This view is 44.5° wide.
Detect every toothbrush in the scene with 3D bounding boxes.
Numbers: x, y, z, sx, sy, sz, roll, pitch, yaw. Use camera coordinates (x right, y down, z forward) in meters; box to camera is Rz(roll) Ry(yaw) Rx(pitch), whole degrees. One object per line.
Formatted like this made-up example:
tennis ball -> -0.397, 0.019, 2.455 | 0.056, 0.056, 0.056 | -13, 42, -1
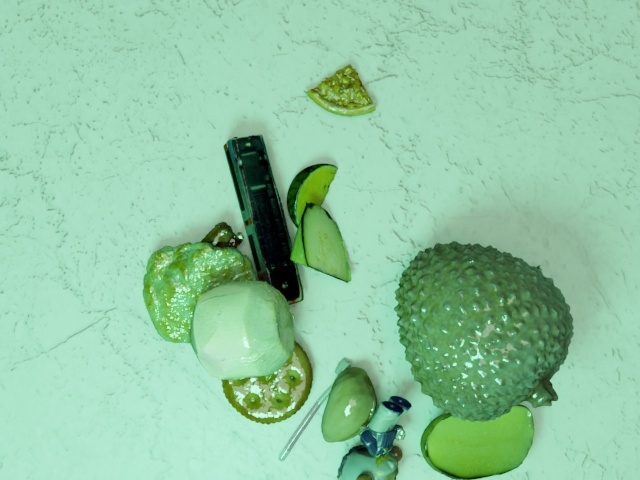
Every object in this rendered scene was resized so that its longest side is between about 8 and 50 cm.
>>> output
toothbrush -> -0.016, 0.403, 1.858 | 0.025, 0.020, 0.286 | 33, 88, 34

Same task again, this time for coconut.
coconut -> -0.184, 0.197, 1.712 | 0.230, 0.227, 0.227 | -9, 87, 12

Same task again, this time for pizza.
pizza -> 0.059, -0.364, 1.888 | 0.178, 0.041, 0.131 | 26, 86, 1

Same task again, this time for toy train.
toy train -> -0.134, -0.044, 1.848 | 0.086, 0.089, 0.410 | -14, 88, -26

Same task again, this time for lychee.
lychee -> 0.349, 0.193, 1.704 | 0.380, 0.380, 0.432 | -42, 66, -2

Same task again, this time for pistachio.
pistachio -> 0.064, 0.386, 1.814 | 0.124, 0.124, 0.185 | 33, 93, 2

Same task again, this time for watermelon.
watermelon -> -0.030, -0.115, 1.858 | 0.092, 0.075, 0.182 | 28, 86, -2

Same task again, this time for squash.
squash -> -0.019, 0.011, 1.826 | 0.085, 0.192, 0.184 | -23, 61, 28

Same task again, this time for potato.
potato -> 0.351, 0.456, 1.811 | 0.271, 0.111, 0.160 | -8, 95, -14

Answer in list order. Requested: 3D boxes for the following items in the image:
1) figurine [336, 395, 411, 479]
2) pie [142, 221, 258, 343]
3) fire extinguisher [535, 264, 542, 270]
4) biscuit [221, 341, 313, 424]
figurine -> 0.119, 0.482, 1.762 | 0.133, 0.194, 0.274 | 24, 131, 23
pie -> -0.277, 0.115, 1.835 | 0.274, 0.105, 0.257 | -23, 96, -1
fire extinguisher -> 0.523, 0.100, 1.874 | 0.028, 0.022, 0.083 | 2, 86, -38
biscuit -> -0.124, 0.322, 1.842 | 0.220, 0.066, 0.221 | 0, 84, 0
